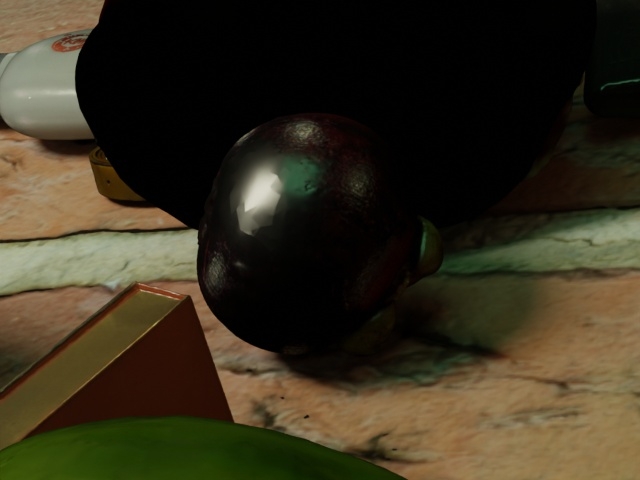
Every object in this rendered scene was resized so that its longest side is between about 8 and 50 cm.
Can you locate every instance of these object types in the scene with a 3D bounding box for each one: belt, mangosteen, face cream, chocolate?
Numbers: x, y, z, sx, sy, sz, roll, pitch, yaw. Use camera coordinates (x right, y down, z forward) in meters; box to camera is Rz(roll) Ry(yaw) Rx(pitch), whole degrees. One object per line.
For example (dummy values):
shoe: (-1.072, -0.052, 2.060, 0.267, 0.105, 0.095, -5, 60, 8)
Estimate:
belt: (-0.127, -0.053, 1.441, 0.083, 0.036, 0.059, 3, 28, 29)
mangosteen: (0.000, 0.000, 1.192, 0.152, 0.152, 0.152, -12, 30, 7)
face cream: (-0.174, -0.124, 1.548, 0.291, 0.071, 0.144, 1, 26, 29)
chocolate: (0.023, -0.132, 1.331, 0.340, 0.225, 0.210, -8, 18, 13)

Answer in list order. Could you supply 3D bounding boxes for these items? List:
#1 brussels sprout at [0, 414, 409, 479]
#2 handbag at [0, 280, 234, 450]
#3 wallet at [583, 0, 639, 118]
brussels sprout: (-0.036, 0.218, 0.702, 0.371, 0.315, 0.276, 8, 60, 27)
handbag: (-0.128, 0.126, 1.044, 0.063, 0.127, 0.190, 12, 41, 39)
wallet: (0.278, -0.175, 1.444, 0.170, 0.044, 0.321, -8, 27, 12)
